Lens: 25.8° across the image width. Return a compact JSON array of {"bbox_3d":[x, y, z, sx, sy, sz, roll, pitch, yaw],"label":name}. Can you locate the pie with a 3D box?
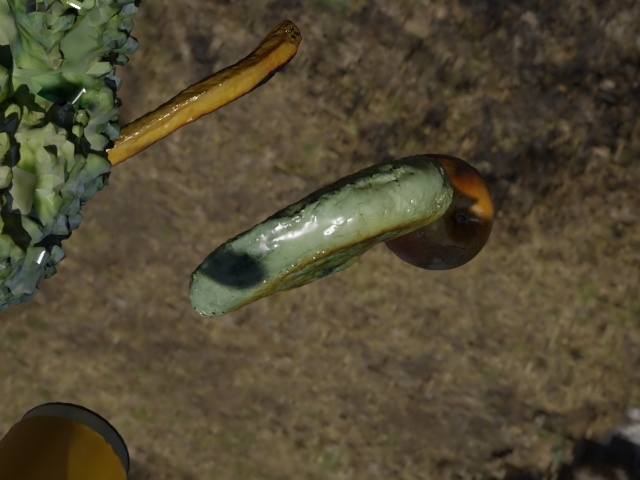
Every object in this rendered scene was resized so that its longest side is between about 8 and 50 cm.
[{"bbox_3d":[0.000,0.000,0.872,0.041,0.186,0.187,64,150,6],"label":"pie"}]

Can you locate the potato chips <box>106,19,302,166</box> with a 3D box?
[{"bbox_3d":[-0.098,-0.092,0.966,0.037,0.204,0.026,51,172,47],"label":"potato chips"}]

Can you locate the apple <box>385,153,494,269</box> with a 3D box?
[{"bbox_3d":[0.138,-0.036,1.660,0.146,0.146,0.146,21,152,12],"label":"apple"}]

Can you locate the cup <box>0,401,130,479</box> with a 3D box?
[{"bbox_3d":[-0.297,0.295,1.387,0.196,0.280,0.196,7,124,11],"label":"cup"}]

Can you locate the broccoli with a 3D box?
[{"bbox_3d":[-0.239,-0.067,0.743,0.249,0.375,0.302,50,-169,31],"label":"broccoli"}]
